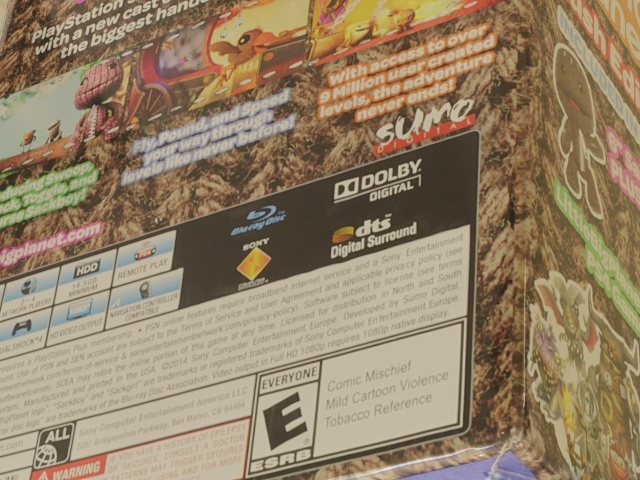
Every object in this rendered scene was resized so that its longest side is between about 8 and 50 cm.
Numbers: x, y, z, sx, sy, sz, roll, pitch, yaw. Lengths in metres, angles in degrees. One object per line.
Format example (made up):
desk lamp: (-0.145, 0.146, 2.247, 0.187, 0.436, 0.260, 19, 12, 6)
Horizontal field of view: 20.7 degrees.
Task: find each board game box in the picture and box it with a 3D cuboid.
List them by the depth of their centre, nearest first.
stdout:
board game box: (0.000, 0.000, 0.618, 0.232, 0.291, 0.141, -16, 139, 28)
